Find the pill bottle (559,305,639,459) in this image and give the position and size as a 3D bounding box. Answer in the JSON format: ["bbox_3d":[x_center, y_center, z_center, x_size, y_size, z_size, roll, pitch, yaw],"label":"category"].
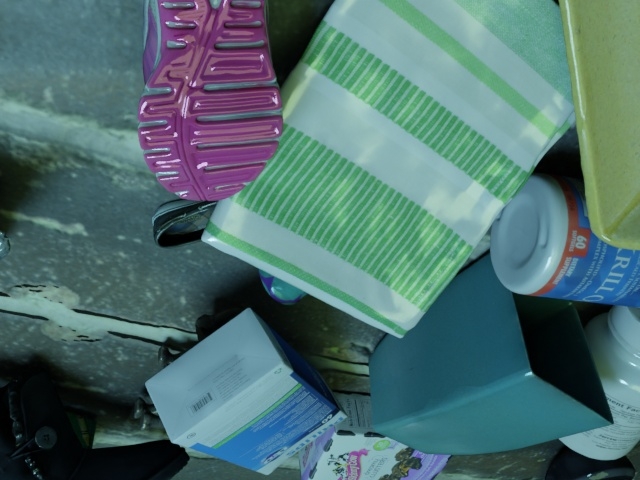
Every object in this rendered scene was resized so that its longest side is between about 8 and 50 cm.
[{"bbox_3d":[0.384,0.165,0.810,0.131,0.131,0.229,2,132,-10],"label":"pill bottle"}]

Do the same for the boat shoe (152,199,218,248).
[{"bbox_3d":[-0.098,-0.024,0.630,0.142,0.040,0.049,-16,133,7],"label":"boat shoe"}]

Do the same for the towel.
[{"bbox_3d":[0.077,-0.080,0.545,0.248,0.038,0.324,28,109,-24],"label":"towel"}]

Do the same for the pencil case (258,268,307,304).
[{"bbox_3d":[0.000,0.000,0.650,0.064,0.070,0.152,46,120,0],"label":"pencil case"}]

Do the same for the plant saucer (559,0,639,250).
[{"bbox_3d":[0.346,-0.145,0.429,0.333,0.081,0.332,4,123,40],"label":"plant saucer"}]

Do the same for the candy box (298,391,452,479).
[{"bbox_3d":[0.083,0.303,0.939,0.197,0.070,0.164,8,131,-16],"label":"candy box"}]

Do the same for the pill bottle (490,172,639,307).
[{"bbox_3d":[0.301,0.005,0.655,0.222,0.124,0.124,6,131,-13],"label":"pill bottle"}]

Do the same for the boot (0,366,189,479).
[{"bbox_3d":[-0.298,0.244,0.781,0.094,0.207,0.247,-34,173,38],"label":"boot"}]

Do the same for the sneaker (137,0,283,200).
[{"bbox_3d":[-0.078,-0.150,0.460,0.103,0.111,0.252,2,121,-11],"label":"sneaker"}]

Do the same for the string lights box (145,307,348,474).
[{"bbox_3d":[-0.069,0.186,0.731,0.133,0.076,0.259,-35,149,-2],"label":"string lights box"}]

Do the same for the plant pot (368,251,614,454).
[{"bbox_3d":[0.180,0.158,0.763,0.166,0.165,0.234,32,129,-31],"label":"plant pot"}]

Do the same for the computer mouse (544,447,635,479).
[{"bbox_3d":[0.435,0.403,1.089,0.189,0.072,0.272,-7,146,-4],"label":"computer mouse"}]

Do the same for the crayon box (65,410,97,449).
[{"bbox_3d":[-0.453,0.318,0.872,0.165,0.081,0.278,30,123,-30],"label":"crayon box"}]

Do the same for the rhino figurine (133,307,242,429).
[{"bbox_3d":[-0.142,0.158,0.773,0.106,0.073,0.243,13,128,-26],"label":"rhino figurine"}]

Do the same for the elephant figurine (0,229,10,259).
[{"bbox_3d":[-0.403,-0.024,0.526,0.186,0.169,0.239,-47,110,-4],"label":"elephant figurine"}]
